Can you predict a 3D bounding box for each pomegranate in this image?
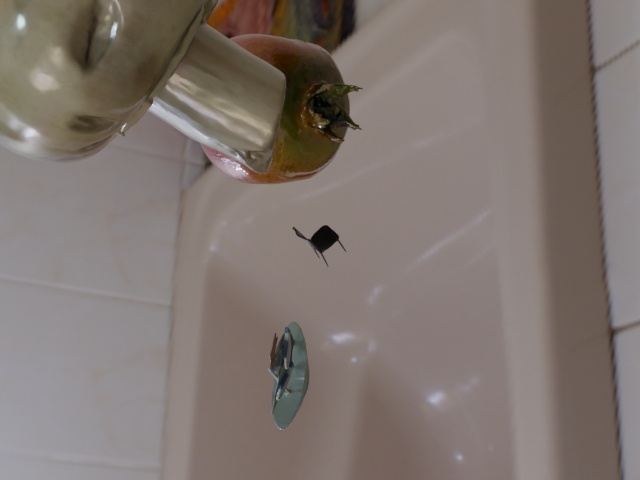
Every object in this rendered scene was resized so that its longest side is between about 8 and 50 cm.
[{"bbox_3d":[-0.057,-0.177,1.601,0.257,0.221,0.221,7,86,47],"label":"pomegranate"}]

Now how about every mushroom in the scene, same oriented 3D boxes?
[{"bbox_3d":[-0.206,-0.241,1.253,0.353,0.353,0.325,-21,66,61],"label":"mushroom"}]

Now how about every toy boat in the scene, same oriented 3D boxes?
[{"bbox_3d":[-0.038,0.119,1.169,0.149,0.034,0.105,76,-159,-48],"label":"toy boat"}]

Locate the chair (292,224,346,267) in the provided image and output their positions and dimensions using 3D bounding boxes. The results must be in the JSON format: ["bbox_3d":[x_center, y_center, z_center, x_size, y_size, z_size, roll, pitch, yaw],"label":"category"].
[{"bbox_3d":[0.001,-0.002,1.589,0.042,0.086,0.037,-47,52,-3],"label":"chair"}]
